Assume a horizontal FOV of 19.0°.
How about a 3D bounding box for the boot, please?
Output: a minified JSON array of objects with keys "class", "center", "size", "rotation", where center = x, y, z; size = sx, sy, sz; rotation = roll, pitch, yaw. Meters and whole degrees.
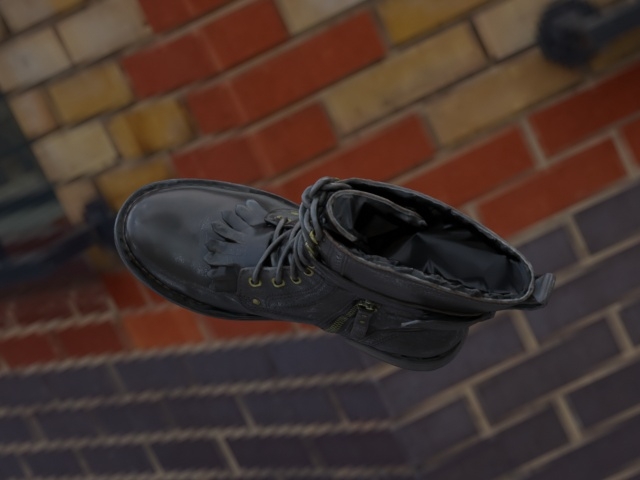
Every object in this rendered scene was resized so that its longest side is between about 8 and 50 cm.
[{"class":"boot","center":[0.000,0.000,1.138],"size":[0.229,0.263,0.091],"rotation":[103,-176,-77]}]
